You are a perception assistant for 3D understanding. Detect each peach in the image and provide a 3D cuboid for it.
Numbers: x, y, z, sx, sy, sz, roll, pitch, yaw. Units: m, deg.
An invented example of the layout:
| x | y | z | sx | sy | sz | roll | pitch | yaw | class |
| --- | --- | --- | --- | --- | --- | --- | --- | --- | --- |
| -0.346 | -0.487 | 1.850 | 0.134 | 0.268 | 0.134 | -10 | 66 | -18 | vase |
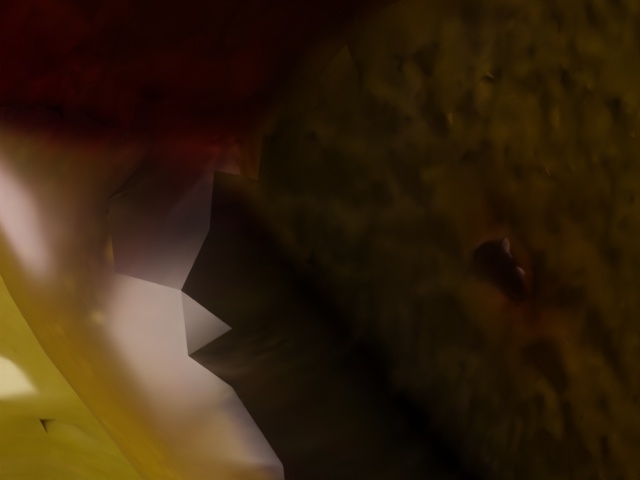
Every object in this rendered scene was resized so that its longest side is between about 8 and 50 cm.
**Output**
| x | y | z | sx | sy | sz | roll | pitch | yaw | class |
| --- | --- | --- | --- | --- | --- | --- | --- | --- | --- |
| 0.000 | 0.000 | 0.575 | 0.306 | 0.242 | 0.380 | 37 | 160 | -10 | peach |
